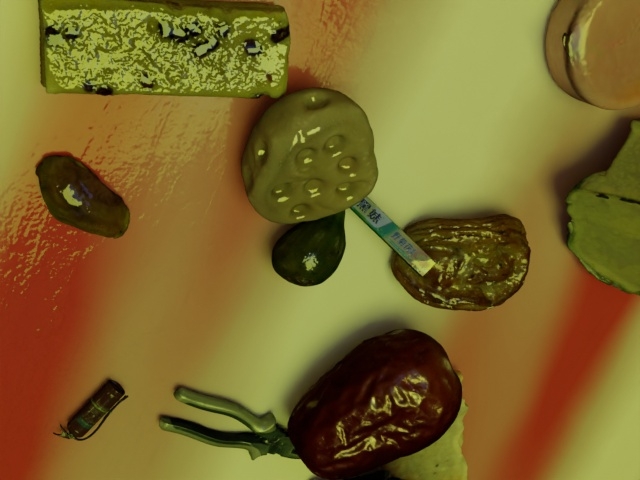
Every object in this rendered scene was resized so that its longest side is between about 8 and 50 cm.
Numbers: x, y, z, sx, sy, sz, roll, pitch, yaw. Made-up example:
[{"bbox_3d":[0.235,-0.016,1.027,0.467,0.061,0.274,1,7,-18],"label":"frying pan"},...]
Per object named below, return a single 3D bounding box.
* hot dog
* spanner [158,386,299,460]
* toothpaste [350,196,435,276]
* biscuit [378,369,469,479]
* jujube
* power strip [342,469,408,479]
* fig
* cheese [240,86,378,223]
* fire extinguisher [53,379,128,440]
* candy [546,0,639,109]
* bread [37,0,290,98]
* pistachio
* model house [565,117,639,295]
[{"bbox_3d":[0.261,0.038,1.482,0.259,0.114,0.175,-4,112,-19],"label":"hot dog"},{"bbox_3d":[-0.135,0.349,1.516,0.325,0.040,0.096,25,103,-26],"label":"spanner"},{"bbox_3d":[0.120,-0.011,1.407,0.178,0.043,0.037,44,94,-2],"label":"toothpaste"},{"bbox_3d":[0.205,0.408,1.663,0.204,0.040,0.309,-14,116,-14],"label":"biscuit"},{"bbox_3d":[0.099,0.298,1.488,0.318,0.223,0.223,-33,119,1],"label":"jujube"},{"bbox_3d":[0.133,0.539,1.631,0.251,0.092,0.257,-15,124,29],"label":"power strip"},{"bbox_3d":[0.000,0.000,1.381,0.177,0.117,0.117,-46,122,-21],"label":"fig"},{"bbox_3d":[-0.013,-0.128,1.293,0.235,0.117,0.218,-42,136,23],"label":"cheese"},{"bbox_3d":[-0.389,0.294,1.403,0.132,0.039,0.056,-46,110,3],"label":"fire extinguisher"},{"bbox_3d":[0.502,-0.347,1.414,0.255,0.094,0.255,-7,114,-17],"label":"candy"},{"bbox_3d":[-0.216,-0.278,1.194,0.361,0.077,0.138,-2,114,-19],"label":"bread"},{"bbox_3d":[-0.362,-0.055,1.255,0.089,0.049,0.173,-44,119,3],"label":"pistachio"},{"bbox_3d":[0.630,-0.076,1.529,0.266,0.261,0.321,-54,140,-21],"label":"model house"}]
